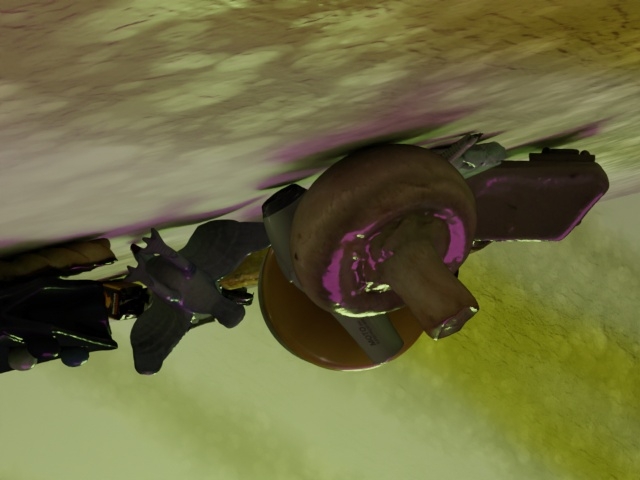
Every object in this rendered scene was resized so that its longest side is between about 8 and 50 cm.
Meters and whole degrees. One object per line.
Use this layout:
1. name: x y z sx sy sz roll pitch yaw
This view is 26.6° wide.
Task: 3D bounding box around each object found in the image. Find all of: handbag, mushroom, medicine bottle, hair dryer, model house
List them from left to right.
1. handbag: -0.417 0.122 1.530 0.325 0.118 0.269 -15 171 11
2. medicine bottle: 0.031 0.067 1.928 0.237 0.238 0.232 -14 176 -6
3. hair dryer: 0.086 0.019 1.548 0.267 0.229 0.092 -16 -167 5
4. mushroom: 0.081 0.015 1.399 0.207 0.215 0.207 -23 144 -18
5. model house: 0.298 -0.071 1.915 0.229 0.122 0.188 -1 -167 16

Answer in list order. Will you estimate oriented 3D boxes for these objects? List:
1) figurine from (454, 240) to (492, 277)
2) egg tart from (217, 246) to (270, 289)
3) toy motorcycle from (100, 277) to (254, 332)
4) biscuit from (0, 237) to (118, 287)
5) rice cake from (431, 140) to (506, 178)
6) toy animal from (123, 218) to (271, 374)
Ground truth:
1. figurine: 0.172 -0.004 2.301 0.218 0.206 0.365 -42 171 -45
2. egg tart: -0.086 0.033 2.226 0.191 0.074 0.191 -15 177 -1
3. toy motorcycle: -0.233 0.095 2.275 0.157 0.091 0.263 12 -169 34
4. biscuit: -0.370 0.046 1.596 0.187 0.036 0.273 -12 176 -39
5. rice cake: 0.116 -0.078 1.657 0.124 0.038 0.211 -11 175 -37
6. toy animal: -0.164 0.050 1.668 0.239 0.255 0.176 -52 148 -3
